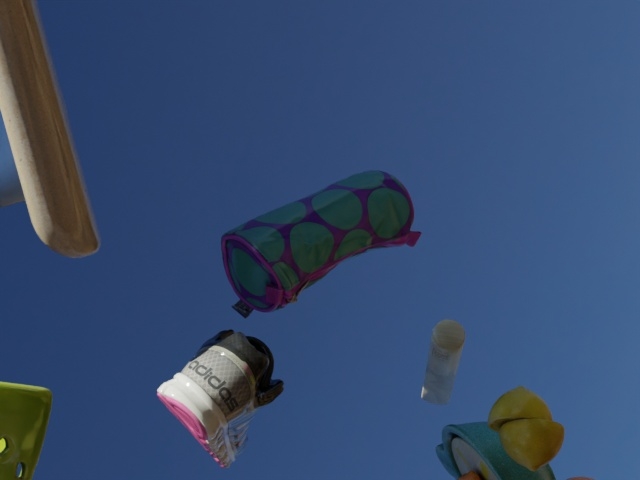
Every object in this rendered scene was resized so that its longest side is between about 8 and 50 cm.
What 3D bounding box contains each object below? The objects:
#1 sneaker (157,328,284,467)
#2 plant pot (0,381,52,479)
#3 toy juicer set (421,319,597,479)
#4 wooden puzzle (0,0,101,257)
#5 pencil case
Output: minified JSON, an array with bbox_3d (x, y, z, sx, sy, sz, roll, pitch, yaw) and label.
[{"bbox_3d":[-0.059,0.101,0.892,0.075,0.063,0.170,-43,-11,-10],"label":"sneaker"},{"bbox_3d":[-0.391,0.215,1.167,0.228,0.227,0.207,13,-101,-38],"label":"plant pot"},{"bbox_3d":[0.145,0.190,1.156,0.089,0.329,0.209,-31,-42,-13],"label":"toy juicer set"},{"bbox_3d":[-0.237,-0.157,0.920,0.080,0.348,0.322,-16,-79,-11],"label":"wooden puzzle"},{"bbox_3d":[0.000,0.000,0.977,0.151,0.070,0.064,-27,-24,-37],"label":"pencil case"}]
